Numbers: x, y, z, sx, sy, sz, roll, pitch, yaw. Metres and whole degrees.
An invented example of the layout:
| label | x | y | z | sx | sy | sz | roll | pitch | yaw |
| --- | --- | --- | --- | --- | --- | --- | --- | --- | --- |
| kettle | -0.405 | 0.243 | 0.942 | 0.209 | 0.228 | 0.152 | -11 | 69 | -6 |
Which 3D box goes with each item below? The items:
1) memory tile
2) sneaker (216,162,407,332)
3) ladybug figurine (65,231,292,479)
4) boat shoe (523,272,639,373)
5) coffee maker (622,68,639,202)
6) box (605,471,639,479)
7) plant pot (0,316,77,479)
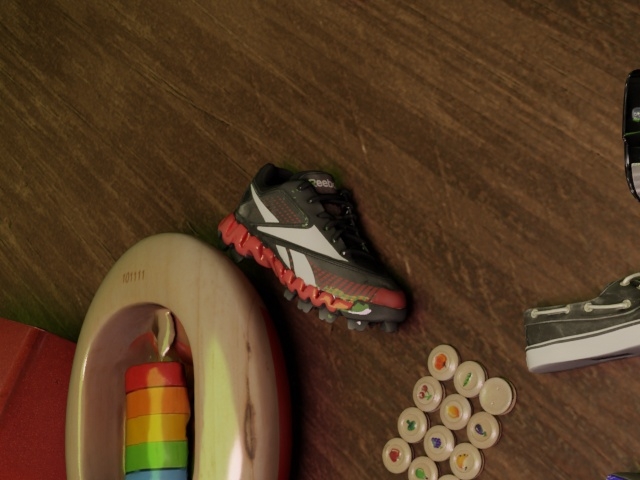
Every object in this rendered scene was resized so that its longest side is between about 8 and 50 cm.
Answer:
| label | x | y | z | sx | sy | sz | roll | pitch | yaw |
| --- | --- | --- | --- | --- | --- | --- | --- | --- | --- |
| memory tile | 0.128 | 0.189 | 1.140 | 0.113 | 0.012 | 0.148 | 31 | 100 | 39 |
| sneaker | 0.000 | 0.000 | 1.231 | 0.276 | 0.098 | 0.135 | 34 | 104 | 41 |
| ladybug figurine | -0.147 | 0.218 | 1.262 | 0.305 | 0.162 | 0.449 | -10 | 74 | 39 |
| boat shoe | 0.275 | 0.066 | 1.003 | 0.219 | 0.078 | 0.070 | -17 | 71 | 38 |
| coffee maker | 0.361 | -0.111 | 0.963 | 0.178 | 0.120 | 0.171 | 0 | 57 | 38 |
| box | 0.291 | 0.279 | 0.946 | 0.126 | 0.072 | 0.137 | 15 | 89 | 40 |
| plant pot | -0.381 | 0.229 | 1.405 | 0.267 | 0.267 | 0.235 | 8 | 74 | 40 |
